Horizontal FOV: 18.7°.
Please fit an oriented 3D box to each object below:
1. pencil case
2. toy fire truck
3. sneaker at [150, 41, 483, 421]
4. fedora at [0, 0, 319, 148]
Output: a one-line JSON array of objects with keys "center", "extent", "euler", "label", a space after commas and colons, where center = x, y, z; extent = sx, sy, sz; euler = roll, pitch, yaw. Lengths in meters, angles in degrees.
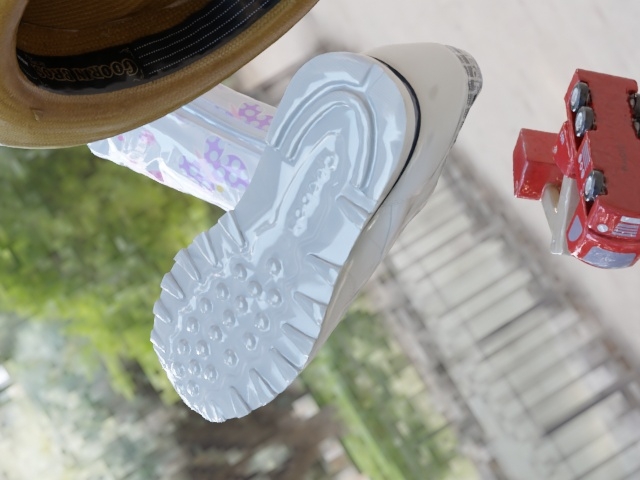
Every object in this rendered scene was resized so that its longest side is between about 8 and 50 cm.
[{"center": [-0.083, -0.082, 1.743], "extent": [0.273, 0.113, 0.124], "euler": [25, 176, 25], "label": "pencil case"}, {"center": [0.173, -0.036, 1.280], "extent": [0.192, 0.047, 0.135], "euler": [-91, 14, -46], "label": "toy fire truck"}, {"center": [0.000, 0.000, 0.958], "extent": [0.090, 0.235, 0.095], "euler": [46, -146, 14], "label": "sneaker"}, {"center": [-0.065, -0.116, 0.670], "extent": [0.079, 0.194, 0.194], "euler": [52, 174, 21], "label": "fedora"}]
